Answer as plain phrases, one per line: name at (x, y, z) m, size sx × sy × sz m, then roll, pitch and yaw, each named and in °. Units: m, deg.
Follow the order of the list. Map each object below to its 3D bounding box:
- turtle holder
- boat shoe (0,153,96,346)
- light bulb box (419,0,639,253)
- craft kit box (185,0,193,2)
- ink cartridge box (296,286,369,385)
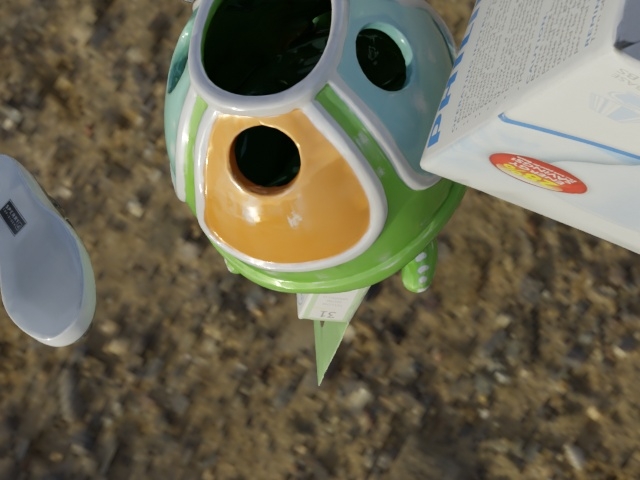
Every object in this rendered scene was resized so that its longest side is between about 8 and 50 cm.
turtle holder at (0.009, -0.128, 1.248) m, size 0.243 × 0.227 × 0.320 m, roll 25°, pitch 73°, yaw 28°
boat shoe at (-0.226, 0.016, 1.329) m, size 0.080 × 0.076 × 0.228 m, roll -45°, pitch 45°, yaw 2°
light bulb box at (0.296, -0.106, 1.004) m, size 0.361 × 0.358 × 0.225 m, roll 147°, pitch 145°, yaw -77°
craft kit box at (-0.273, -0.350, 1.670) m, size 0.250 × 0.246 × 0.061 m, roll 41°, pitch 110°, yaw 37°
ink cartridge box at (0.000, 0.000, 1.438) m, size 0.235 × 0.056 × 0.171 m, roll 118°, pitch 154°, yaw -52°
